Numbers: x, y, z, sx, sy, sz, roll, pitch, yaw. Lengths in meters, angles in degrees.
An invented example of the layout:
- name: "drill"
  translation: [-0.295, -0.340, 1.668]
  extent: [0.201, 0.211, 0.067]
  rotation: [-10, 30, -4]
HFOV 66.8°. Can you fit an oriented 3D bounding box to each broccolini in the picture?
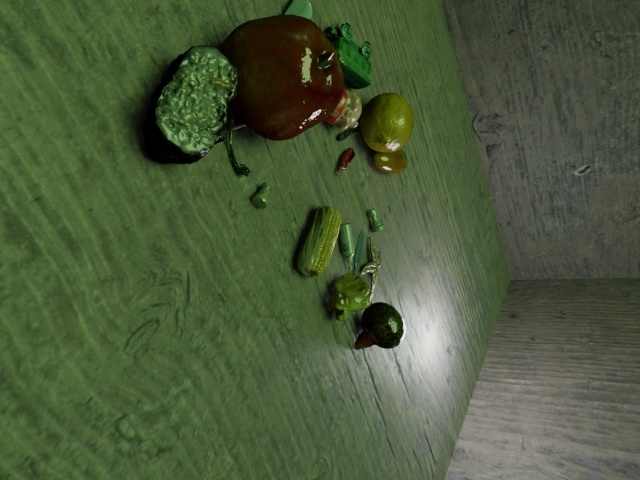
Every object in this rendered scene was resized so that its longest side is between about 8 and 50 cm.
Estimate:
- name: "broccolini"
  translation: [-0.275, -0.296, 1.565]
  extent: [0.052, 0.054, 0.194]
  rotation: [-21, 114, -19]

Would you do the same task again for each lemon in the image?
- name: "lemon"
  translation: [0.306, -0.546, 2.231]
  extent: [0.253, 0.253, 0.310]
  rotation: [45, 45, -42]

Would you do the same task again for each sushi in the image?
- name: "sushi"
  translation: [-0.360, -0.372, 1.353]
  extent: [0.210, 0.170, 0.350]
  rotation: [23, 70, -31]

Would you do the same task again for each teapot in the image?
- name: "teapot"
  translation: [-0.197, -0.153, 1.660]
  extent: [0.067, 0.057, 0.083]
  rotation: [101, 7, -56]

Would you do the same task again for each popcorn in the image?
- name: "popcorn"
  translation: [0.108, 0.219, 1.958]
  extent: [0.195, 0.173, 0.168]
  rotation: [-23, 67, -27]

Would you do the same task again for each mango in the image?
- name: "mango"
  translation: [0.334, -0.399, 2.366]
  extent: [0.253, 0.113, 0.139]
  rotation: [-3, 93, -47]

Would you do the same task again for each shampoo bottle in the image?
- name: "shampoo bottle"
  translation: [0.115, 0.026, 2.060]
  extent: [0.056, 0.056, 0.195]
  rotation: [-17, 99, -53]

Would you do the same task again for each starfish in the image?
- name: "starfish"
  translation: [0.234, 0.119, 2.220]
  extent: [0.138, 0.050, 0.247]
  rotation: [46, 48, -39]

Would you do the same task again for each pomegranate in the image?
- name: "pomegranate"
  translation: [0.245, 0.390, 2.114]
  extent: [0.247, 0.214, 0.214]
  rotation: [-34, 120, -9]

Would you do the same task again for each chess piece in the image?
- name: "chess piece"
  translation: [0.254, -0.094, 2.264]
  extent: [0.067, 0.067, 0.103]
  rotation: [-31, 102, -51]

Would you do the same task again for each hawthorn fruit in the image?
- name: "hawthorn fruit"
  translation: [-0.109, -0.525, 1.538]
  extent: [0.402, 0.402, 0.403]
  rotation: [9, 79, -53]

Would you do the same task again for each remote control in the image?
- name: "remote control"
  translation: [-0.099, -0.854, 1.871]
  extent: [0.104, 0.052, 0.247]
  rotation: [50, 49, -37]

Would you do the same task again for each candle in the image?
- name: "candle"
  translation: [0.101, -0.340, 2.103]
  extent: [0.053, 0.048, 0.162]
  rotation: [34, 53, -6]

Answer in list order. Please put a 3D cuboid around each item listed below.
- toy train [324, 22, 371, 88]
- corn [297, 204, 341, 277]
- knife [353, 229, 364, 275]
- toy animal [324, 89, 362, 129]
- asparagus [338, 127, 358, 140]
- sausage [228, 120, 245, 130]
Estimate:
- name: "toy train"
  translation: [0.116, -0.798, 2.107]
  extent: [0.300, 0.120, 0.202]
  rotation: [14, 78, -53]
- name: "corn"
  translation: [-0.004, -0.001, 1.861]
  extent: [0.123, 0.122, 0.305]
  rotation: [31, 55, -16]
- name: "knife"
  translation: [0.162, 0.094, 2.155]
  extent: [0.044, 0.019, 0.313]
  rotation: [39, 54, -42]
- name: "toy animal"
  translation: [0.092, -0.551, 2.013]
  extent: [0.197, 0.171, 0.171]
  rotation: [-18, 101, -60]
- name: "asparagus"
  translation: [0.118, -0.469, 2.143]
  extent: [0.165, 0.030, 0.036]
  rotation: [-41, 129, -48]
- name: "sausage"
  translation: [-0.266, -0.385, 1.610]
  extent: [0.132, 0.024, 0.024]
  rotation: [-36, 115, -50]
